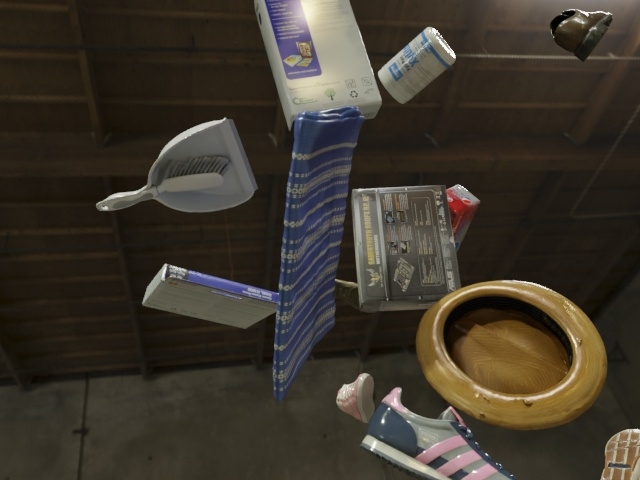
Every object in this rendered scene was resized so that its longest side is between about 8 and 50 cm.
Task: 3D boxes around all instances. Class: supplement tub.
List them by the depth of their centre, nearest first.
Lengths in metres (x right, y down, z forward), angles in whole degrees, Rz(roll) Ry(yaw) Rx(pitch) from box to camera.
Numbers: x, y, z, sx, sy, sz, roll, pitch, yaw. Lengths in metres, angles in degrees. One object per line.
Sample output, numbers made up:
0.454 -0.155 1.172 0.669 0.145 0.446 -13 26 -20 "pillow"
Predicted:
0.153 -0.277 0.906 0.107 0.071 0.071 -37 -46 27 "supplement tub"

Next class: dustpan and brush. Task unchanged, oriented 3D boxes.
-0.206 -0.080 0.790 0.211 0.060 0.147 -9 -40 6 "dustpan and brush"

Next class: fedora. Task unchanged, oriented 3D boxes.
0.199 0.129 0.612 0.194 0.194 0.079 -16 -49 1 "fedora"

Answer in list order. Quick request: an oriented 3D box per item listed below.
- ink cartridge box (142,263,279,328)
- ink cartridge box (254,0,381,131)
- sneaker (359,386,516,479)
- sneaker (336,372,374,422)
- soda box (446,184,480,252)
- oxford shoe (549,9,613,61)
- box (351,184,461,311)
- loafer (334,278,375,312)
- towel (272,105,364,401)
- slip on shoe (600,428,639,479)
-0.198 0.102 1.064 0.223 0.045 0.224 17 -25 -24 "ink cartridge box"
-0.016 -0.364 1.021 0.165 0.333 0.065 -11 -14 -13 "ink cartridge box"
0.233 0.348 0.933 0.318 0.131 0.112 22 -22 9 "sneaker"
0.059 0.280 1.038 0.070 0.051 0.134 19 -39 25 "sneaker"
0.347 -0.028 1.591 0.092 0.083 0.263 -25 -33 -26 "soda box"
0.490 -0.406 1.081 0.096 0.227 0.083 35 -57 12 "oxford shoe"
0.156 0.013 1.067 0.182 0.231 0.056 -4 -23 -1 "box"
0.078 0.124 1.342 0.050 0.148 0.056 -8 -60 -67 "loafer"
0.000 0.000 0.730 0.040 0.243 0.336 9 -74 13 "towel"
0.398 0.300 0.740 0.051 0.135 0.041 -10 -73 39 "slip on shoe"
